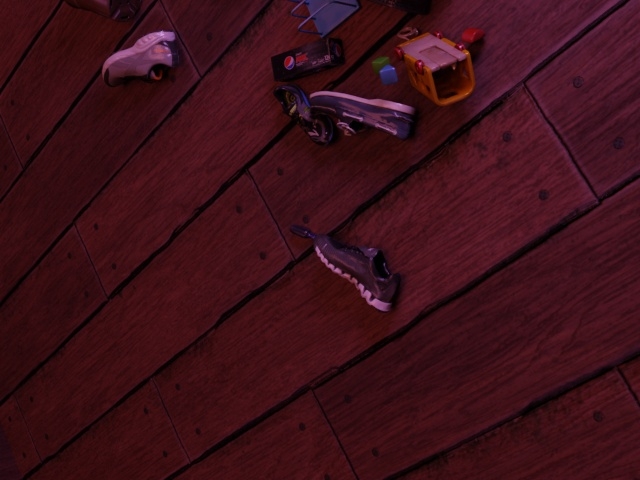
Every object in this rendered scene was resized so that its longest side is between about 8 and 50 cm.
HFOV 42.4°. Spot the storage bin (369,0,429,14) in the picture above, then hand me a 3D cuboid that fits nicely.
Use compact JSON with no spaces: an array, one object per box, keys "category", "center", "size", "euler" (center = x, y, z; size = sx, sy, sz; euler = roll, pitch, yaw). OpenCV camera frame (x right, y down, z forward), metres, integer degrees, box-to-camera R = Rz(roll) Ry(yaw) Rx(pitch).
[{"category":"storage bin","center":[0.125,-0.516,1.649],"size":[0.180,0.122,0.084],"euler":[27,111,33]}]

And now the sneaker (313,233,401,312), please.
[{"category":"sneaker","center":[0.086,0.045,1.785],"size":[0.234,0.078,0.106],"euler":[42,117,22]}]

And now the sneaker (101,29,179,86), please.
[{"category":"sneaker","center":[-0.472,-0.451,2.148],"size":[0.271,0.100,0.108],"euler":[-18,90,38]}]

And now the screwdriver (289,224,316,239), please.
[{"category":"screwdriver","center":[0.000,0.000,1.884],"size":[0.169,0.024,0.025],"euler":[25,140,27]}]

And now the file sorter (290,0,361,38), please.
[{"category":"file sorter","center":[-0.015,-0.542,1.769],"size":[0.118,0.104,0.170],"euler":[-31,77,37]}]

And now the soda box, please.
[{"category":"soda box","center":[-0.030,-0.399,1.830],"size":[0.168,0.053,0.060],"euler":[-9,90,38]}]

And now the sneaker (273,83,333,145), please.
[{"category":"sneaker","center":[-0.042,-0.278,1.840],"size":[0.188,0.078,0.067],"euler":[51,123,21]}]

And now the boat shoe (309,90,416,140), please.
[{"category":"boat shoe","center":[0.081,-0.260,1.740],"size":[0.254,0.095,0.079],"euler":[14,93,27]}]

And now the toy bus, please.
[{"category":"toy bus","center":[0.218,-0.333,1.607],"size":[0.190,0.202,0.104],"euler":[3,128,31]}]

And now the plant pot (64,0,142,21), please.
[{"category":"plant pot","center":[-0.565,-0.659,2.163],"size":[0.165,0.167,0.167],"euler":[32,114,23]}]
